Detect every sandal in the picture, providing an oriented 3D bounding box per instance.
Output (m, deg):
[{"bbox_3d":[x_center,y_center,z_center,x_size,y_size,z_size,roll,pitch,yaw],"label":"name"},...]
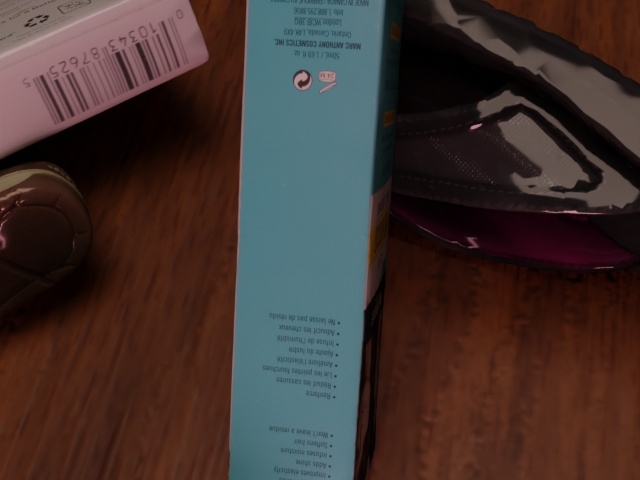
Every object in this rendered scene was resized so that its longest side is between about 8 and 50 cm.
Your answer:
[{"bbox_3d":[0.115,-0.032,0.502,0.445,0.167,0.107,35,84,26],"label":"sandal"}]

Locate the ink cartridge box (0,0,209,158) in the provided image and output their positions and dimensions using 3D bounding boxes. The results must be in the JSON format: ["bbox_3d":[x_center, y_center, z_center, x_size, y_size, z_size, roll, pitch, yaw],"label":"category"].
[{"bbox_3d":[-0.270,-0.128,0.639,0.303,0.072,0.307,-29,34,-12],"label":"ink cartridge box"}]

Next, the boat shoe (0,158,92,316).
[{"bbox_3d":[-0.260,0.030,0.553,0.257,0.095,0.095,-25,34,-9],"label":"boat shoe"}]

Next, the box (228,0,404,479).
[{"bbox_3d":[0.000,0.000,0.440,0.060,0.100,0.244,5,101,9],"label":"box"}]
